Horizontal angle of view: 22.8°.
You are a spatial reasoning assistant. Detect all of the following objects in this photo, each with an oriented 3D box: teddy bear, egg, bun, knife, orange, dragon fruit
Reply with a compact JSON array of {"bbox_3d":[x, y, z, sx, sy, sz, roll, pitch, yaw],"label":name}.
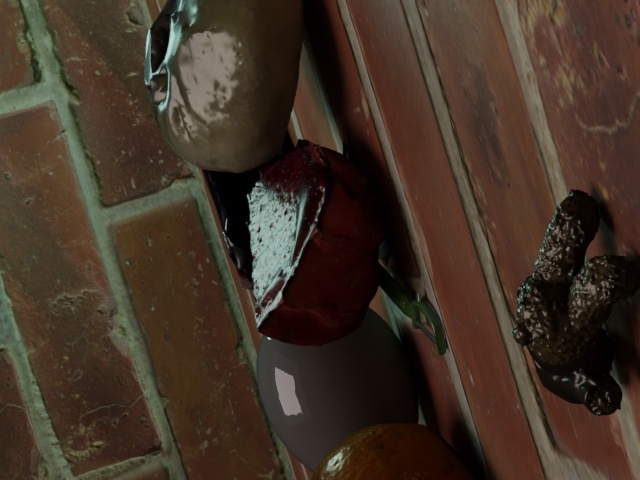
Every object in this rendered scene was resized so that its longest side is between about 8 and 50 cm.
[{"bbox_3d":[0.161,0.056,1.052,0.160,0.078,0.119,84,162,-48],"label":"teddy bear"},{"bbox_3d":[0.023,0.176,1.816,0.176,0.176,0.232,132,116,-80],"label":"egg"},{"bbox_3d":[-0.106,-0.202,1.772,0.273,0.168,0.273,-174,90,-75],"label":"bun"},{"bbox_3d":[0.085,0.055,1.687,0.212,0.015,0.054,-131,25,-62],"label":"knife"},{"bbox_3d":[0.092,0.290,1.650,0.224,0.170,0.224,48,170,11],"label":"orange"},{"bbox_3d":[0.000,0.000,1.711,0.189,0.163,0.262,56,-167,-35],"label":"dragon fruit"}]

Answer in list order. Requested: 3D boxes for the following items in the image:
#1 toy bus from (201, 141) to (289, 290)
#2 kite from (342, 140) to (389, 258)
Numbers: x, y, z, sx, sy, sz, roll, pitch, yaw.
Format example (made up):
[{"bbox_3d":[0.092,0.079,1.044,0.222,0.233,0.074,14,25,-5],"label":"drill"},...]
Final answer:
[{"bbox_3d":[-0.098,-0.081,2.211,0.147,0.127,0.303,87,163,-69],"label":"toy bus"},{"bbox_3d":[0.042,-0.016,1.850,0.245,0.015,0.141,100,154,-70],"label":"kite"}]
